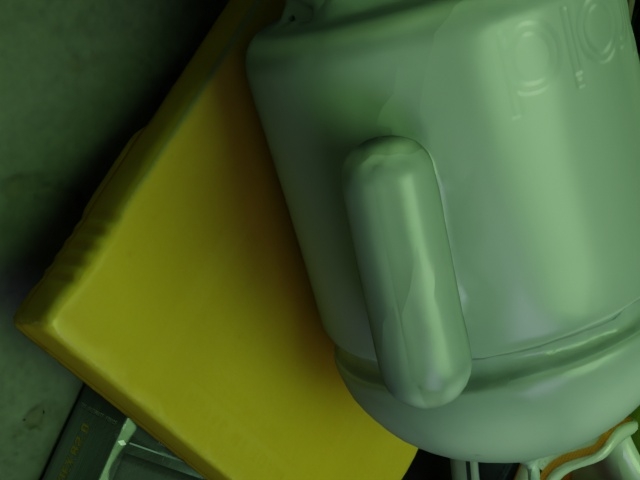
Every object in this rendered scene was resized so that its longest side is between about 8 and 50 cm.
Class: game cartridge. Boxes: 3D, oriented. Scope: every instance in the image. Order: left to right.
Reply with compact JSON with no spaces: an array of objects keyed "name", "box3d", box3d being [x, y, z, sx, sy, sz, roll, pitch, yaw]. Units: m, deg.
[{"name":"game cartridge","box3d":[0.000,0.000,0.744,0.285,0.053,0.323,47,62,-33]}]

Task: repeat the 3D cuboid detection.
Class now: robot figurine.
[{"name":"robot figurine","box3d":[0.082,-0.029,0.647,0.300,0.200,0.353,-44,122,-56]}]

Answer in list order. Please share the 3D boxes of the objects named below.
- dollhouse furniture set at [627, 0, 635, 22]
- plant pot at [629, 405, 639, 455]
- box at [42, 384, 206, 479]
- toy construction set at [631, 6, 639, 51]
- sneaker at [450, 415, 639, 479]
[{"name":"dollhouse furniture set","box3d":[0.286,-0.192,0.755,0.303,0.356,0.173,32,64,-41]},{"name":"plant pot","box3d":[0.275,0.056,0.909,0.227,0.228,0.207,-23,109,-42]},{"name":"box","box3d":[-0.075,0.192,0.760,0.231,0.056,0.183,29,80,-40]},{"name":"toy construction set","box3d":[0.416,-0.262,0.946,0.309,0.237,0.257,-37,122,-28]},{"name":"sneaker","box3d":[0.174,0.247,0.841,0.126,0.127,0.321,-28,117,-35]}]
